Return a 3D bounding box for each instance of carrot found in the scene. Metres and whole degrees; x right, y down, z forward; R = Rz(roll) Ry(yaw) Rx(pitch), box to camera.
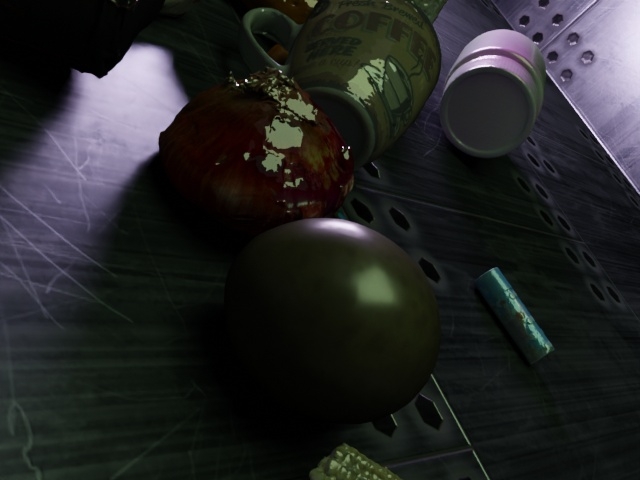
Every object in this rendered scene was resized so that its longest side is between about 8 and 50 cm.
[{"bbox_3d":[-0.075,-0.283,1.280,0.035,0.035,0.142,43,35,-8],"label":"carrot"}]

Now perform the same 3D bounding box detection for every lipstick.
[{"bbox_3d":[0.307,0.119,1.282,0.048,0.048,0.158,-3,57,-56],"label":"lipstick"}]

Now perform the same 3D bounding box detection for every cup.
[{"bbox_3d":[0.008,-0.238,1.165,0.301,0.227,0.257,27,39,1],"label":"cup"}]

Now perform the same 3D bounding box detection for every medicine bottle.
[{"bbox_3d":[0.386,-0.330,1.789,0.219,0.219,0.388,44,27,-6],"label":"medicine bottle"}]

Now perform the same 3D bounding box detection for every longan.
[{"bbox_3d":[0.014,0.077,0.769,0.220,0.196,0.196,36,29,-33],"label":"longan"}]

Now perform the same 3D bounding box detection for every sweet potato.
[{"bbox_3d":[-0.033,-0.371,1.371,0.359,0.112,0.112,31,32,-25],"label":"sweet potato"}]

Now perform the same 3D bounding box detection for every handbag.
[{"bbox_3d":[-0.266,-0.278,0.871,0.169,0.155,0.215,26,33,-11],"label":"handbag"}]

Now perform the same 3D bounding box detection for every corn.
[{"bbox_3d":[0.070,0.265,0.731,0.211,0.087,0.087,41,28,-2],"label":"corn"}]

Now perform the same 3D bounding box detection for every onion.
[{"bbox_3d":[-0.061,-0.116,0.913,0.230,0.163,0.230,18,29,-10],"label":"onion"}]

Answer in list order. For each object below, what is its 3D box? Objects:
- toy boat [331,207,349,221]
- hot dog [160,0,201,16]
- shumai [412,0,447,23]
[{"bbox_3d":[0.000,0.000,0.970,0.077,0.075,0.185,41,24,-31],"label":"toy boat"},{"bbox_3d":[-0.260,-0.372,1.084,0.144,0.075,0.268,55,31,8],"label":"hot dog"},{"bbox_3d":[0.123,-0.566,1.742,0.263,0.309,0.304,-142,-144,-74],"label":"shumai"}]
